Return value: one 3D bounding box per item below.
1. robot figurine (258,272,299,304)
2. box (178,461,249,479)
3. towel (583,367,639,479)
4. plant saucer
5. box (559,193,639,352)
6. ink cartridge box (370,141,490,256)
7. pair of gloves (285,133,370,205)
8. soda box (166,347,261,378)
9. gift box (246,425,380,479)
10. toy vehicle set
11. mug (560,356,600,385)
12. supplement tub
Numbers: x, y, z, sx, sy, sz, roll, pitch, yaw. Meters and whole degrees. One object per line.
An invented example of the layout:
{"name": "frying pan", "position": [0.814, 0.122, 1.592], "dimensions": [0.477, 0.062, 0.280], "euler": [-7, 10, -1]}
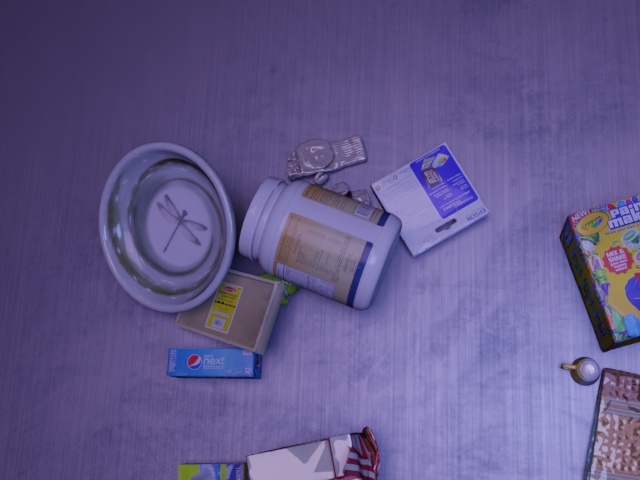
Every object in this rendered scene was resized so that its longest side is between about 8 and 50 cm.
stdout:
{"name": "robot figurine", "position": [-0.104, 0.104, 1.795], "dimensions": [0.115, 0.067, 0.101], "euler": [-13, 74, 8]}
{"name": "box", "position": [-0.233, 0.560, 1.724], "dimensions": [0.178, 0.042, 0.109], "euler": [-4, 76, 11]}
{"name": "towel", "position": [0.687, 0.468, 1.560], "dimensions": [0.272, 0.040, 0.370], "euler": [10, 77, 13]}
{"name": "plant saucer", "position": [-0.346, -0.032, 1.800], "dimensions": [0.401, 0.100, 0.400], "euler": [3, 97, 29]}
{"name": "box", "position": [0.692, 0.053, 1.587], "dimensions": [0.290, 0.177, 0.279], "euler": [-18, 73, 7]}
{"name": "ink cartridge box", "position": [0.255, -0.093, 1.780], "dimensions": [0.206, 0.045, 0.208], "euler": [-29, 72, 3]}
{"name": "pair of gloves", "position": [0.016, -0.139, 1.843], "dimensions": [0.204, 0.042, 0.240], "euler": [-8, 74, 10]}
{"name": "soda box", "position": [-0.247, 0.287, 1.777], "dimensions": [0.210, 0.071, 0.067], "euler": [-1, 76, 12]}
{"name": "gift box", "position": [0.009, 0.534, 1.565], "dimensions": [0.258, 0.276, 0.255], "euler": [-13, 79, 7]}
{"name": "toy vehicle set", "position": [-0.215, 0.152, 1.773], "dimensions": [0.267, 0.035, 0.165], "euler": [13, 79, 36]}
{"name": "mug", "position": [0.559, 0.279, 1.617], "dimensions": [0.078, 0.064, 0.062], "euler": [-21, 74, 6]}
{"name": "supplement tub", "position": [0.000, 0.000, 1.700], "dimensions": [0.316, 0.228, 0.228], "euler": [22, 82, 9]}
